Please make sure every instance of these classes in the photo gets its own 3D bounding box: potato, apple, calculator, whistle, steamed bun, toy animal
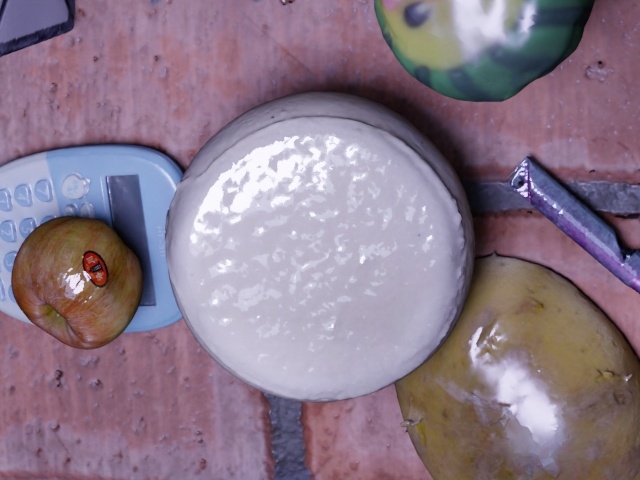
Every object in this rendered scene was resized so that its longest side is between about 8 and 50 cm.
[{"bbox_3d":[0.183,0.169,1.711,0.239,0.116,0.299,-29,95,23],"label":"potato"},{"bbox_3d":[-0.227,0.038,1.722,0.126,0.102,0.126,23,148,15],"label":"apple"},{"bbox_3d":[-0.214,-0.001,1.790,0.302,0.042,0.188,-2,103,14],"label":"calculator"},{"bbox_3d":[0.246,-0.010,1.684,0.176,0.033,0.033,40,110,0],"label":"whistle"},{"bbox_3d":[0.000,0.000,1.665,0.283,0.177,0.283,0,106,-1],"label":"steamed bun"},{"bbox_3d":[0.123,-0.281,1.547,0.216,0.191,0.338,-25,78,33],"label":"toy animal"}]

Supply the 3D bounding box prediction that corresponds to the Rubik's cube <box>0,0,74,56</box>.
[{"bbox_3d":[-0.373,-0.303,1.634,0.259,0.260,0.255,5,104,9],"label":"Rubik's cube"}]
